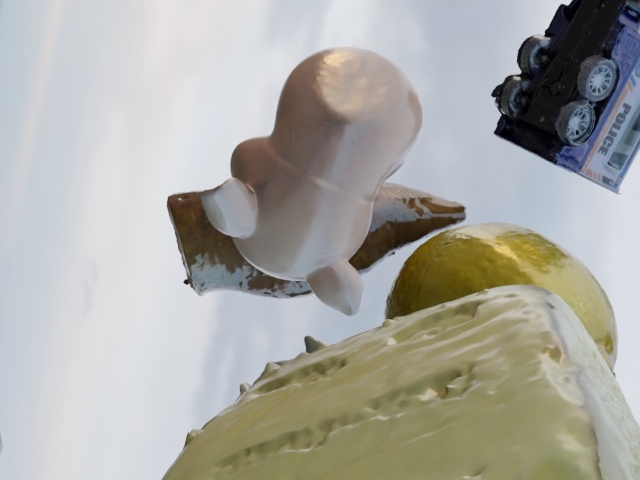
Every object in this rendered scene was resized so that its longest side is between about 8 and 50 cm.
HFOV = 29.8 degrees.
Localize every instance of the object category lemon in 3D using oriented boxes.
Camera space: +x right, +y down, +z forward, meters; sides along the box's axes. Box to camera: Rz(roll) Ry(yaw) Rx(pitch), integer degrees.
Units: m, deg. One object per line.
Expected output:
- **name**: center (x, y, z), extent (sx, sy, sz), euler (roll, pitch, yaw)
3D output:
- **lemon**: center (0.185, 0.097, 1.263), extent (0.263, 0.236, 0.236), euler (-174, -87, -79)

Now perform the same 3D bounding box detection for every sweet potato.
- **sweet potato**: center (0.000, -0.001, 1.350), extent (0.131, 0.336, 0.131), euler (177, -90, -89)

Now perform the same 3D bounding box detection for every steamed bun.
- **steamed bun**: center (0.044, 0.142, 0.521), extent (0.166, 0.232, 0.273), euler (62, 10, -16)

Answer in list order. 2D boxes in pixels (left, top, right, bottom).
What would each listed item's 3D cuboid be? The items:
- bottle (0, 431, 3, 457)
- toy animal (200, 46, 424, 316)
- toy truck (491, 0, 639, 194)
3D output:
- **bottle**: center (-0.396, 0.266, 0.930), extent (0.347, 0.168, 0.168), euler (-61, -161, 2)
- **toy animal**: center (0.006, -0.070, 1.113), extent (0.250, 0.166, 0.154), euler (-64, 180, -27)
- **toy truck**: center (0.316, -0.200, 1.302), extent (0.124, 0.155, 0.268), euler (37, -77, 50)
